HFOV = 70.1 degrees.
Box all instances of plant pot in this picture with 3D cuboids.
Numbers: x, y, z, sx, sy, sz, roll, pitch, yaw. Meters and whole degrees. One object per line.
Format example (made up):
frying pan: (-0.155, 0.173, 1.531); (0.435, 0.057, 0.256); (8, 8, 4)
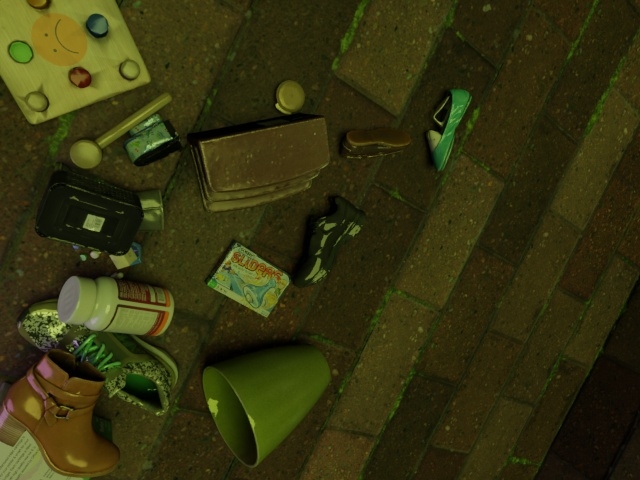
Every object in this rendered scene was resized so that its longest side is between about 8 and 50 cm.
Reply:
plant pot: (-0.124, 0.407, 1.246); (0.293, 0.275, 0.274); (-20, 113, -36)

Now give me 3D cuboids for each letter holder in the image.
letter holder: (-0.140, -0.175, 1.111); (0.302, 0.152, 0.214); (-17, 113, -21)

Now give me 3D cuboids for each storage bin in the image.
storage bin: (-0.476, -0.055, 0.947); (0.180, 0.084, 0.122); (20, 106, -34)

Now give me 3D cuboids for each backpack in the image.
backpack: (-0.378, -0.220, 1.012); (0.114, 0.105, 0.084); (-34, 94, -13)

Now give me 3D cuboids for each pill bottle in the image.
pill bottle: (-0.457, 0.148, 1.033); (0.221, 0.121, 0.121); (21, 95, -48)

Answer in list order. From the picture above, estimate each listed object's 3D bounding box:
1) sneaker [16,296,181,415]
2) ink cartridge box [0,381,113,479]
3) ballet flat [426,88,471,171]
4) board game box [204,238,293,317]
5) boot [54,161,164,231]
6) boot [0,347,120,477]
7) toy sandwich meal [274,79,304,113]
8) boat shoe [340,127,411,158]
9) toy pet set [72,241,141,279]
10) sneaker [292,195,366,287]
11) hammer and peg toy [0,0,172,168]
sneaker: (-0.490, 0.275, 1.053); (0.410, 0.182, 0.158); (40, 86, -28)
ink cartridge box: (-0.670, 0.486, 1.064); (0.278, 0.117, 0.201); (38, 86, -29)
ballet flat: (0.364, -0.333, 1.358); (0.087, 0.083, 0.247); (19, 96, -4)
board game box: (-0.189, 0.105, 1.233); (0.201, 0.035, 0.136); (34, 89, -29)
boot: (-0.465, -0.093, 1.020); (0.208, 0.076, 0.189); (-8, 122, -17)
boot: (-0.512, 0.364, 0.970); (0.283, 0.109, 0.220); (37, 99, -16)
toy sandwich meal: (-0.079, -0.362, 1.156); (0.085, 0.029, 0.085); (-5, 102, -25)
boat shoe: (0.152, -0.268, 1.276); (0.207, 0.073, 0.073); (-4, 144, -21)
toy pet set: (-0.486, 0.033, 1.069); (0.114, 0.065, 0.122); (-16, 112, 17)
sneaker: (0.000, 0.000, 1.267); (0.130, 0.109, 0.286); (41, 76, -23)
hammer and peg toy: (-0.481, -0.346, 0.910); (0.266, 0.127, 0.361); (-29, 115, -18)
